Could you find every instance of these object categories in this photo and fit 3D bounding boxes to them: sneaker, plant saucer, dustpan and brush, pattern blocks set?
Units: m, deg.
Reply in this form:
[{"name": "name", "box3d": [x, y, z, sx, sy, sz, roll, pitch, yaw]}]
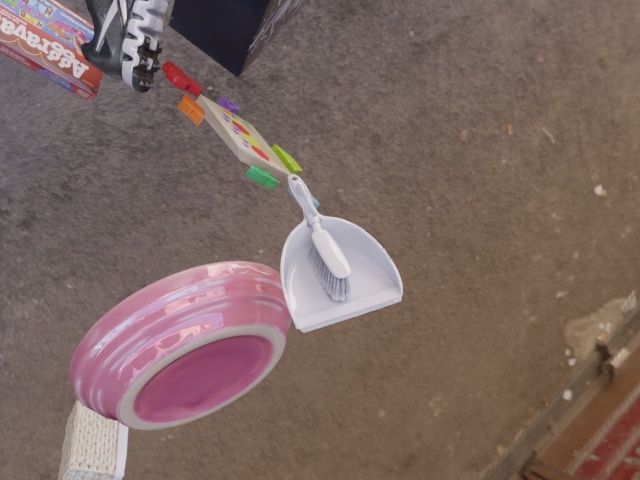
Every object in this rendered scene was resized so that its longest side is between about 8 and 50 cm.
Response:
[{"name": "sneaker", "box3d": [-0.227, -0.303, 0.721, 0.106, 0.078, 0.234, 18, 99, 4]}, {"name": "plant saucer", "box3d": [-0.178, 0.167, 0.872, 0.332, 0.084, 0.332, -25, 149, -16]}, {"name": "dustpan and brush", "box3d": [0.000, 0.000, 0.774, 0.147, 0.211, 0.060, -16, 139, -17]}, {"name": "pattern blocks set", "box3d": [-0.136, -0.175, 1.050, 0.285, 0.325, 0.026, 28, 109, -42]}]

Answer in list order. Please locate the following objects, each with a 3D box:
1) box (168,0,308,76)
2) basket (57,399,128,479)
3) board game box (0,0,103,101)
[{"name": "box", "box3d": [-0.097, -0.548, 1.153, 0.179, 0.312, 0.343, 37, 61, -6]}, {"name": "basket", "box3d": [-0.438, 0.397, 1.177, 0.103, 0.167, 0.113, 16, 128, -25]}, {"name": "board game box", "box3d": [-0.490, -0.361, 1.012, 0.281, 0.027, 0.145, 28, 54, -38]}]
